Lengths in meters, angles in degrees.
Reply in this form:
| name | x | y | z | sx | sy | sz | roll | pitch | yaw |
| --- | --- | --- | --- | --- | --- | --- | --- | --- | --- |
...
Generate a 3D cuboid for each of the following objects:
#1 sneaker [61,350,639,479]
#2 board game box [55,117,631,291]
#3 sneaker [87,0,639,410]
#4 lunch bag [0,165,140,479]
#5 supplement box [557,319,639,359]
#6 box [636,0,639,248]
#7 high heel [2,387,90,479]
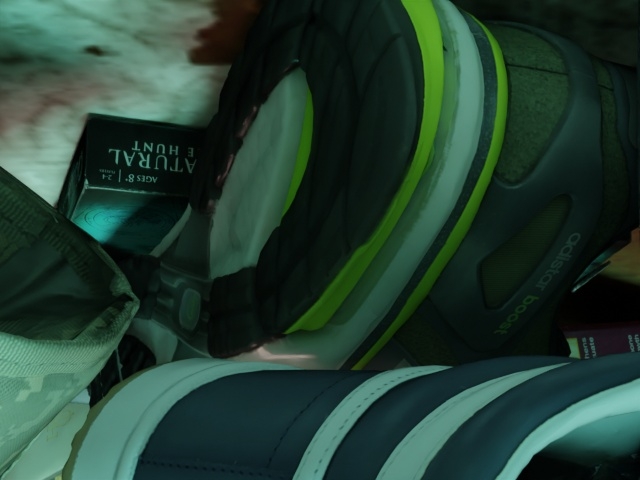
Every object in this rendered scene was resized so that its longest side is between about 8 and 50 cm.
| name | x | y | z | sx | sy | sz | roll | pitch | yaw |
| --- | --- | --- | --- | --- | --- | --- | --- | --- | --- |
| sneaker | 0.092 | 0.086 | 0.453 | 0.282 | 0.099 | 0.153 | 14 | 168 | -37 |
| board game box | 0.000 | 0.000 | 0.652 | 0.186 | 0.026 | 0.126 | 6 | 161 | -13 |
| sneaker | 0.006 | 0.036 | 0.563 | 0.121 | 0.111 | 0.300 | 7 | 149 | -23 |
| lunch bag | -0.214 | 0.052 | 0.466 | 0.235 | 0.169 | 0.287 | -51 | 139 | 13 |
| supplement box | 0.095 | 0.089 | 0.725 | 0.188 | 0.104 | 0.081 | -1 | 168 | -45 |
| box | 0.200 | -0.006 | 0.483 | 0.153 | 0.108 | 0.207 | -13 | 157 | 41 |
| high heel | -0.056 | 0.088 | 0.825 | 0.186 | 0.093 | 0.261 | -1 | 158 | 5 |
